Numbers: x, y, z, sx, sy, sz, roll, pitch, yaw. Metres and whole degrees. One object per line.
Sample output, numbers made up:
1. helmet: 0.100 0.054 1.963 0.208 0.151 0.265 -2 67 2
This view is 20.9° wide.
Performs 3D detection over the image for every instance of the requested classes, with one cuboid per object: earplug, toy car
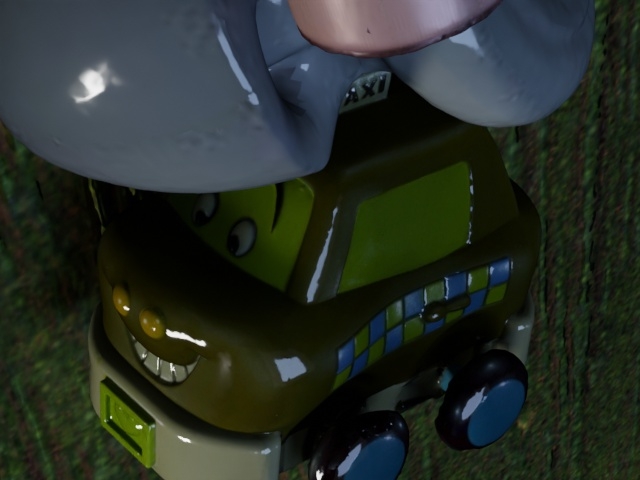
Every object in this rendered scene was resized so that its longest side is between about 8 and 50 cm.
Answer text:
1. earplug: -0.002 -0.129 0.771 0.325 0.214 0.175 -22 180 -33
2. toy car: 0.000 0.000 0.896 0.248 0.204 0.198 -23 133 -33

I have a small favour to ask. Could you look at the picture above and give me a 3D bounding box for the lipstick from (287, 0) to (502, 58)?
1. lipstick: -0.013 -0.215 0.541 0.087 0.087 0.327 -33 129 -18
